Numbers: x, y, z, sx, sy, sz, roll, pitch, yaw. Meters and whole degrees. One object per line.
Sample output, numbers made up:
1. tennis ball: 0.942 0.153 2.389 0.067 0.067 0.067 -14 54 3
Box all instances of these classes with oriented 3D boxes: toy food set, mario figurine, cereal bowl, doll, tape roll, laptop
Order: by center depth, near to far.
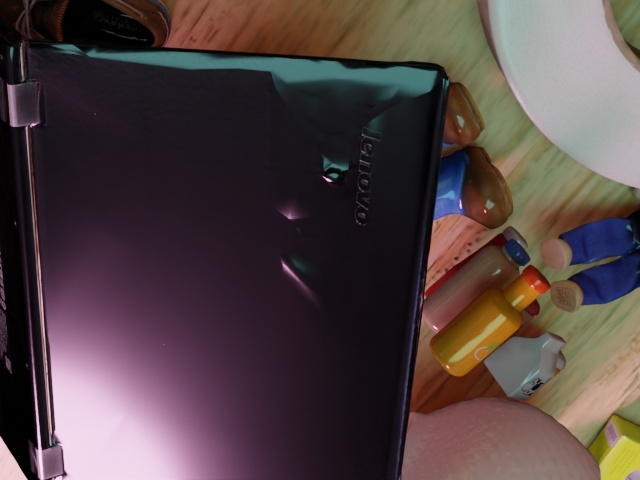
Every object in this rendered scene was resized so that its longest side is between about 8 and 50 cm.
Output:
1. laptop: -0.138 -0.009 0.930 0.236 0.408 0.381 -16 126 -30
2. tape roll: 0.315 -0.223 0.954 0.392 0.072 0.391 -1 117 -2
3. mario figurine: 0.000 0.000 0.994 0.321 0.170 0.198 -26 82 2
4. toy food set: 0.168 0.059 1.042 0.104 0.111 0.232 -42 150 16
5. cereal bowl: 0.072 0.254 1.063 0.339 0.339 0.141 -41 91 17
6. doll: 0.290 0.014 1.068 0.189 0.046 0.129 -14 91 -19

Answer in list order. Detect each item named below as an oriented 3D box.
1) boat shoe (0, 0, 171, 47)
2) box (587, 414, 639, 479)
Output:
1. boat shoe: -0.208 -0.183 0.947 0.183 0.066 0.066 6 110 -8
2. box: 0.345 0.256 1.223 0.178 0.042 0.109 24 114 -14
